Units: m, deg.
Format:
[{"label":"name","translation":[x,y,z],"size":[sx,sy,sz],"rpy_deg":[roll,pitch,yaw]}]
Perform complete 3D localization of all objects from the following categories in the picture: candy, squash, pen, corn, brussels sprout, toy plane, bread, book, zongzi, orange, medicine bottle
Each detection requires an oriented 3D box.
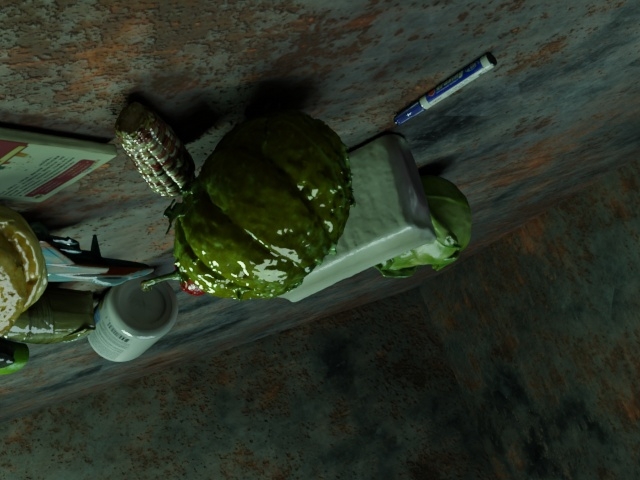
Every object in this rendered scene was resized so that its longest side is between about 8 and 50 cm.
[{"label":"candy","translation":[0.030,-0.039,1.527],"size":[0.359,0.208,0.145],"rpy_deg":[-24,162,20]},{"label":"squash","translation":[-0.726,0.241,1.709],"size":[0.101,0.101,0.378],"rpy_deg":[-21,173,-3]},{"label":"pen","translation":[0.202,-0.247,1.317],"size":[0.204,0.025,0.025],"rpy_deg":[-29,166,37]},{"label":"corn","translation":[-0.217,-0.118,1.048],"size":[0.079,0.079,0.237],"rpy_deg":[-21,164,-2]},{"label":"brussels sprout","translation":[0.219,-0.032,1.856],"size":[0.259,0.227,0.294],"rpy_deg":[-12,-176,30]},{"label":"toy plane","translation":[-0.417,0.034,1.276],"size":[0.326,0.104,0.223],"rpy_deg":[-6,161,-43]},{"label":"bread","translation":[-0.491,0.047,1.060],"size":[0.236,0.120,0.198],"rpy_deg":[-17,129,-15]},{"label":"book","translation":[-0.387,-0.090,0.979],"size":[0.162,0.022,0.232],"rpy_deg":[-24,169,27]},{"label":"zongzi","translation":[-0.588,0.150,1.545],"size":[0.242,0.112,0.221],"rpy_deg":[-14,164,40]},{"label":"orange","translation":[-0.078,-0.037,1.135],"size":[0.300,0.223,0.301],"rpy_deg":[-51,-178,-20]},{"label":"medicine bottle","translation":[-0.442,0.186,1.816],"size":[0.157,0.157,0.289],"rpy_deg":[-14,167,-34]}]

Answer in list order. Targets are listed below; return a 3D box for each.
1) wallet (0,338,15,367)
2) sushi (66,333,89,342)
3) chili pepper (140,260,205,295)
[{"label":"wallet","translation":[-0.685,0.176,1.414],"size":[0.169,0.052,0.245],"rpy_deg":[-9,151,30]},{"label":"sushi","translation":[-0.558,0.183,1.776],"size":[0.098,0.084,0.094],"rpy_deg":[-14,166,-13]},{"label":"chili pepper","translation":[-0.196,0.041,1.717],"size":[0.387,0.110,0.110],"rpy_deg":[-17,168,-21]}]
